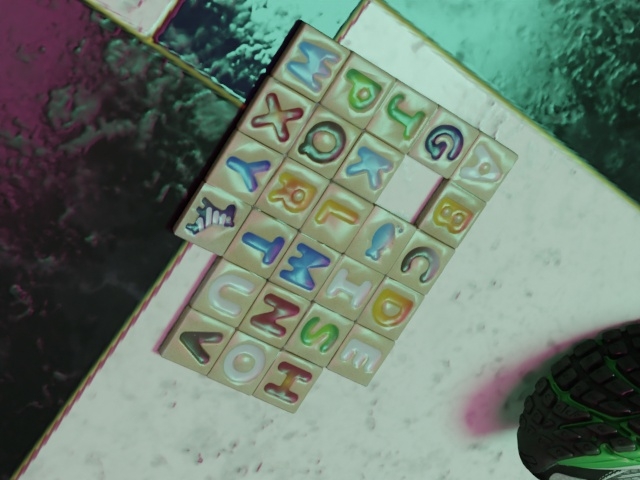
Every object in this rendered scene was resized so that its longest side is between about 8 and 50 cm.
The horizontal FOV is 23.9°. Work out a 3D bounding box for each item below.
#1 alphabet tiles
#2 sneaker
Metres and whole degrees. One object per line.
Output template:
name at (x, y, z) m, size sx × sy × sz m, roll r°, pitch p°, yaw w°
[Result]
alphabet tiles at (0.000, 0.000, 1.010) m, size 0.198 × 0.009 × 0.237 m, roll 27°, pitch 100°, yaw -33°
sneaker at (0.307, 0.150, 1.153) m, size 0.344 × 0.134 × 0.146 m, roll -4°, pitch 120°, yaw -21°
